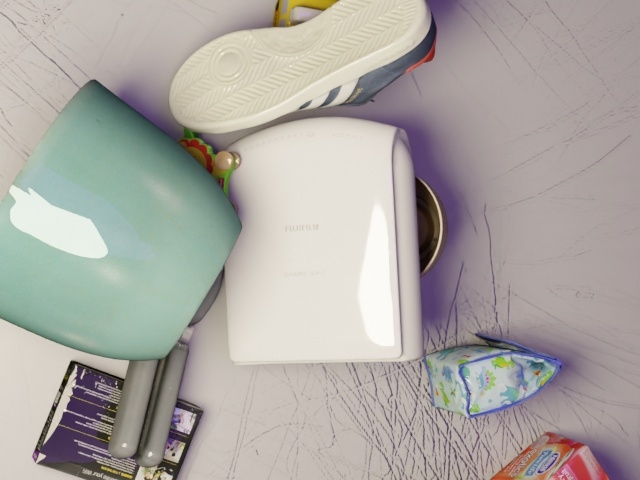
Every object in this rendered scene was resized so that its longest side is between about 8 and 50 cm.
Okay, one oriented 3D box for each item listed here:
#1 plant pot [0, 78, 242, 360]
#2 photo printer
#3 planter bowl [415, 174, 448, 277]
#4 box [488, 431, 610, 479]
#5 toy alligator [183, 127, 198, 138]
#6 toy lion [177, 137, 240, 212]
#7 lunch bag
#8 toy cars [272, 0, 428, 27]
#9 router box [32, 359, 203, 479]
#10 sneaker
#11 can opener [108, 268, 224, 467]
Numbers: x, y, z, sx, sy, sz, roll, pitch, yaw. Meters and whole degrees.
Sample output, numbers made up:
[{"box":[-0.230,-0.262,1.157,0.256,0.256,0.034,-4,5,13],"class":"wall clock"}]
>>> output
[{"box":[-0.234,0.002,1.335,0.235,0.293,0.293,32,81,-7],"class":"plant pot"},{"box":[0.000,0.000,1.462,0.256,0.107,0.308,-3,88,23],"class":"photo printer"},{"box":[0.100,-0.016,1.537,0.162,0.109,0.162,0,89,24],"class":"planter bowl"},{"box":[0.365,0.413,1.636,0.128,0.122,0.257,-36,101,-13],"class":"box"},{"box":[-0.161,-0.052,1.506,0.051,0.056,0.190,-8,104,27],"class":"toy alligator"},{"box":[-0.150,-0.077,1.445,0.096,0.034,0.100,5,95,17],"class":"toy lion"},{"box":[0.236,0.179,1.590,0.151,0.129,0.096,-11,94,-17],"class":"lunch bag"},{"box":[0.059,-0.354,1.549,0.393,0.087,0.176,-43,103,-13],"class":"toy cars"},{"box":[-0.256,0.244,1.476,0.179,0.046,0.133,23,83,-17],"class":"router box"},{"box":[-0.014,-0.206,1.464,0.350,0.148,0.131,-16,72,16],"class":"sneaker"},{"box":[-0.194,0.139,1.446,0.074,0.093,0.280,25,65,-26],"class":"can opener"}]
